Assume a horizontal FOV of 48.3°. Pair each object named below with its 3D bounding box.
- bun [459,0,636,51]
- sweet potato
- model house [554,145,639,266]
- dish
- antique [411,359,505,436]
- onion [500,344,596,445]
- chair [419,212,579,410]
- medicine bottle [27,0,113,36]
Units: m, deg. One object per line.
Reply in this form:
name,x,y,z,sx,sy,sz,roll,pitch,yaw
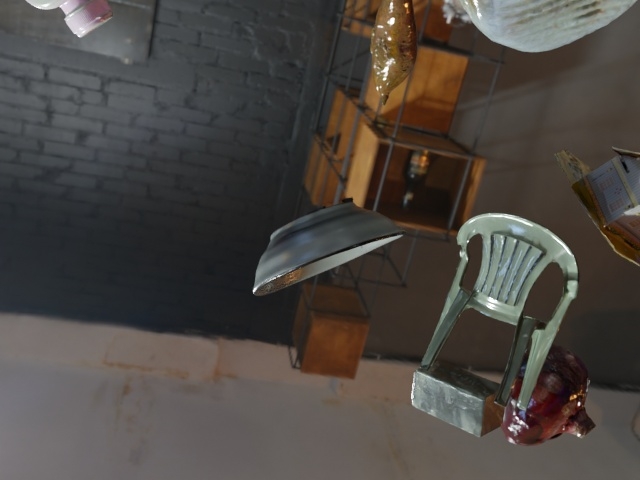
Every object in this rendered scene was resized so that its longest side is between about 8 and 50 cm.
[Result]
bun,0.338,-0.450,1.013,0.361,0.362,0.211,3,-135,-29
sweet potato,0.100,-0.288,0.950,0.068,0.226,0.068,-1,-134,1
model house,0.489,-0.085,1.098,0.219,0.136,0.208,28,-139,-34
dish,0.000,0.000,1.348,0.316,0.106,0.316,-23,175,-2
antique,0.276,0.316,1.455,0.182,0.086,0.088,17,-162,41
onion,0.513,0.356,1.605,0.219,0.252,0.252,38,-151,31
chair,0.285,0.111,1.144,0.203,0.275,0.190,20,177,22
medicine bottle,-0.369,-0.385,0.963,0.115,0.219,0.078,-30,-159,8
